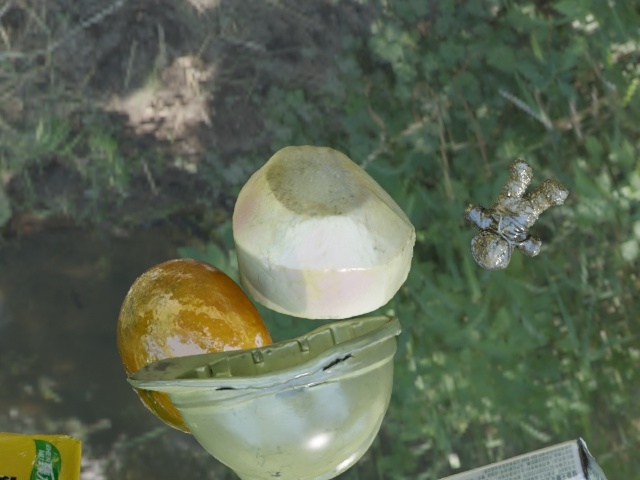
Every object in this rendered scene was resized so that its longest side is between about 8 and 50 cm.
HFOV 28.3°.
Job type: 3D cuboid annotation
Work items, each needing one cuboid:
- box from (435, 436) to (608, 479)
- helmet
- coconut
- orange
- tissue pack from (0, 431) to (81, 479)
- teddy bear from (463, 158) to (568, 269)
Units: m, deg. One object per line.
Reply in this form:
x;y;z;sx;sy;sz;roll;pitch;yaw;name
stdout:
0.307;0.456;2.131;0.370;0.112;0.190;-20;132;16;box
-0.039;0.163;1.184;0.258;0.137;0.204;-12;-177;0;helmet
0.000;0.000;1.737;0.259;0.259;0.259;-6;140;-5;coconut
-0.169;0.143;1.664;0.171;0.240;0.240;-28;149;-29;orange
-0.517;0.488;1.896;0.293;0.381;0.228;7;141;-16;tissue pack
0.267;-0.033;1.773;0.119;0.078;0.160;33;105;4;teddy bear
